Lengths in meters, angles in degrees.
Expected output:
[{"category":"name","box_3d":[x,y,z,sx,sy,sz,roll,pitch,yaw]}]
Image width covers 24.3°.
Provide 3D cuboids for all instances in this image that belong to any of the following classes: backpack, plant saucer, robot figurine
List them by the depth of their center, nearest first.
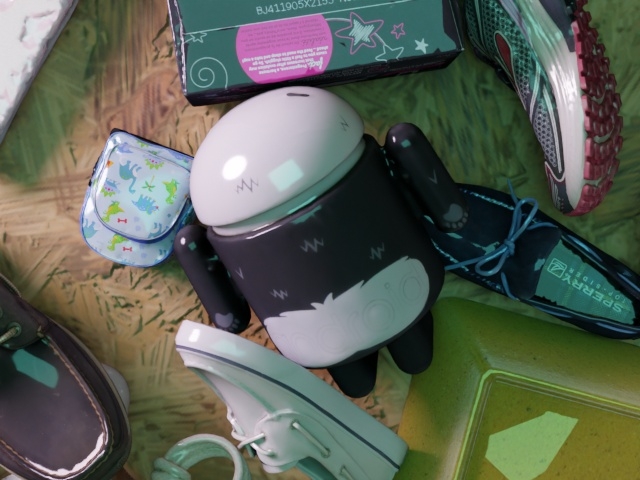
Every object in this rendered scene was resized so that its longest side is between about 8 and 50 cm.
[{"category":"robot figurine","box_3d":[0.002,-0.002,1.306,0.209,0.173,0.278,-39,111,-21]},{"category":"backpack","box_3d":[-0.165,-0.034,1.358,0.105,0.084,0.114,21,94,0]},{"category":"plant saucer","box_3d":[0.226,0.251,1.380,0.333,0.081,0.332,15,91,-1]}]

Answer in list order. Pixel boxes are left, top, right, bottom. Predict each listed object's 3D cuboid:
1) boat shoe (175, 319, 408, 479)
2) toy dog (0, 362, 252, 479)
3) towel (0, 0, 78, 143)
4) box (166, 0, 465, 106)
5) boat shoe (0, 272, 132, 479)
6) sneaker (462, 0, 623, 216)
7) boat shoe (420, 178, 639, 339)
[{"category":"boat shoe","box_3d":[-0.033,0.162,1.316,0.267,0.096,0.088,39,71,-37]},{"category":"toy dog","box_3d":[-0.218,0.295,1.354,0.220,0.161,0.333,27,76,1]},{"category":"towel","box_3d":[-0.375,-0.269,1.362,0.317,0.053,0.332,30,91,-3]},{"category":"box","box_3d":[-0.012,-0.220,1.330,0.247,0.142,0.163,-9,90,-3]},{"category":"boat shoe","box_3d":[-0.309,0.083,1.280,0.355,0.130,0.132,41,87,21]},{"category":"sneaker","box_3d":[0.199,-0.167,1.363,0.112,0.121,0.299,-14,93,28]},{"category":"boat shoe","box_3d":[0.201,0.010,1.367,0.258,0.089,0.109,20,91,-2]}]
